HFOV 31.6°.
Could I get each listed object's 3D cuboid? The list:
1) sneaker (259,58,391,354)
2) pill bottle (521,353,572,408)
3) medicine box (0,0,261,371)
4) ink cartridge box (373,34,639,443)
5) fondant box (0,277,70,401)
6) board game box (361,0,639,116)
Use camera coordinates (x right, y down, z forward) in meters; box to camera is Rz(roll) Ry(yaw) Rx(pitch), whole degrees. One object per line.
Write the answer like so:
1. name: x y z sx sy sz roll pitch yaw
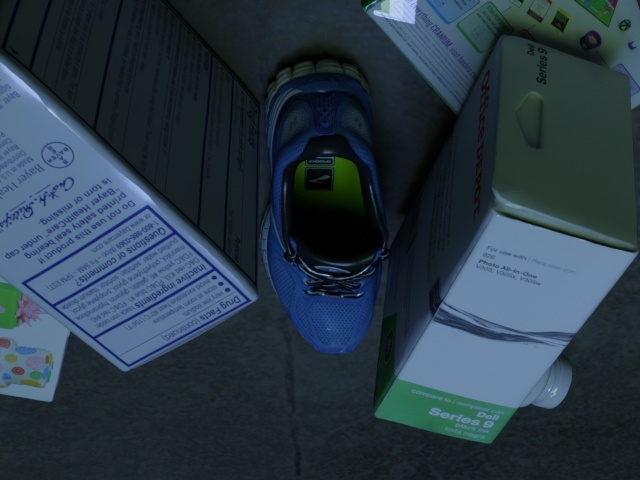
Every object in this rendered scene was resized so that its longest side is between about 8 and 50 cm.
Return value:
1. sneaker: 0.000 0.000 1.078 0.129 0.147 0.330 -5 132 2
2. pill bottle: 0.196 0.133 1.244 0.152 0.086 0.086 21 127 -20
3. medicine box: -0.187 -0.090 0.912 0.149 0.263 0.289 -29 126 21
4. ink cartridge box: 0.150 0.006 0.964 0.121 0.211 0.289 16 139 -7
5. fondant box: -0.403 0.024 1.113 0.330 0.096 0.238 12 129 -12
6. board game box: 0.229 -0.218 0.953 0.316 0.064 0.242 -32 125 23
